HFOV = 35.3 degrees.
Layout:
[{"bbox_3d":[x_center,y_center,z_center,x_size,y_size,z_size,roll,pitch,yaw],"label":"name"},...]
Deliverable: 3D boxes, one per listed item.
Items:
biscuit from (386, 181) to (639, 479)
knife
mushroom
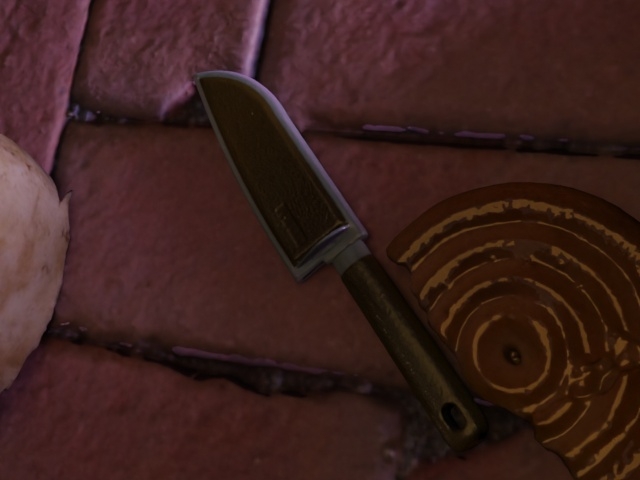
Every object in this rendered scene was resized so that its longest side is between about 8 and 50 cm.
[{"bbox_3d":[0.149,0.047,0.611,0.144,0.033,0.224,-39,67,10],"label":"biscuit"},{"bbox_3d":[-0.001,0.001,0.687,0.061,0.027,0.343,-38,66,14],"label":"knife"},{"bbox_3d":[-0.320,0.017,0.726,0.195,0.189,0.253,16,76,24],"label":"mushroom"}]
